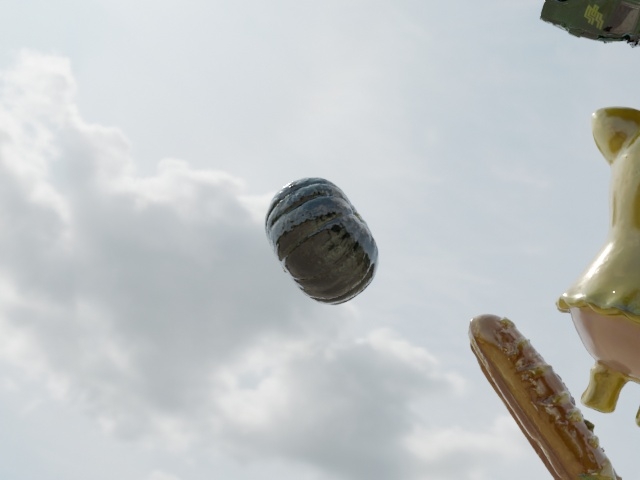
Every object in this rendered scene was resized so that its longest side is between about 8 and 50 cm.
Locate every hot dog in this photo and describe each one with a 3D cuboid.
[{"bbox_3d":[0.264,0.203,0.946,0.072,0.269,0.115,-28,-25,-8],"label":"hot dog"}]

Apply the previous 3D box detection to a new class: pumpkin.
[{"bbox_3d":[0.000,0.000,1.333,0.161,0.220,0.220,-38,-49,3],"label":"pumpkin"}]

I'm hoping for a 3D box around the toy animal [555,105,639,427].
[{"bbox_3d":[0.245,0.017,0.553,0.156,0.230,0.156,13,0,0],"label":"toy animal"}]

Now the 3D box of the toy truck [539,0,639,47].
[{"bbox_3d":[0.247,-0.261,0.543,0.121,0.088,0.259,29,-60,26],"label":"toy truck"}]
